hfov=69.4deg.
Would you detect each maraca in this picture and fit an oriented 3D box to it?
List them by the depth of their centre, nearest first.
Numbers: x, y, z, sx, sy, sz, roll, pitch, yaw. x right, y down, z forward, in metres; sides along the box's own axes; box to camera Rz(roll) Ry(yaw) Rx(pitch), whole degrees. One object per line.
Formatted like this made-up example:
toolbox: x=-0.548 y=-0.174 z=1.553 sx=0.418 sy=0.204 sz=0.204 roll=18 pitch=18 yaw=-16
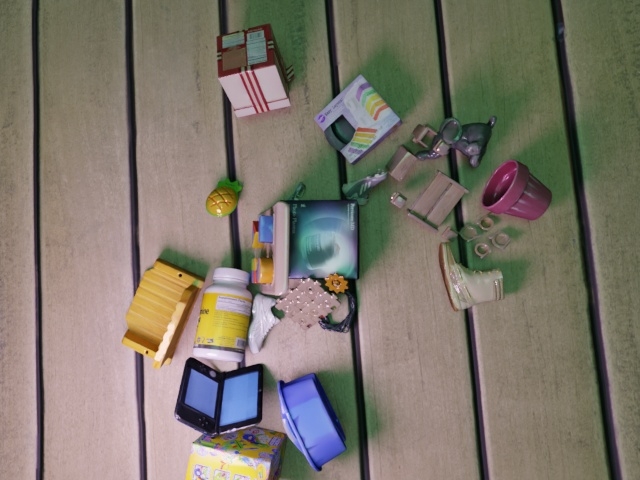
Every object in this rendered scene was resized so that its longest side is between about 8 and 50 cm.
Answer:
maraca: x=-0.387 y=-0.172 z=1.855 sx=0.127 sy=0.099 sz=0.185 roll=16 pitch=61 yaw=6

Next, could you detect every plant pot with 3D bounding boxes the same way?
plant pot: x=0.723 y=-0.168 z=1.682 sx=0.180 sy=0.201 sz=0.201 roll=25 pitch=88 yaw=-7

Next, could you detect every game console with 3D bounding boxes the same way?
game console: x=-0.357 y=0.536 z=1.670 sx=0.250 sy=0.293 sz=0.173 roll=39 pitch=108 yaw=-23

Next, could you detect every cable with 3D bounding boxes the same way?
cable: x=0.063 y=0.261 z=1.789 sx=0.151 sy=0.047 sz=0.184 roll=14 pitch=89 yaw=13

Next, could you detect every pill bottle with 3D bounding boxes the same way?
pill bottle: x=-0.361 y=0.280 z=1.747 sx=0.188 sy=0.188 sz=0.333 roll=4 pitch=72 yaw=7

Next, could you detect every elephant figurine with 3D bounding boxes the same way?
elephant figurine: x=0.504 y=-0.384 z=1.747 sx=0.240 sy=0.169 sz=0.186 roll=25 pitch=59 yaw=24

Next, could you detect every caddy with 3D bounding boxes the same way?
caddy: x=-0.045 y=0.648 z=1.665 sx=0.179 sy=0.241 sz=0.341 roll=-27 pitch=82 yaw=-1

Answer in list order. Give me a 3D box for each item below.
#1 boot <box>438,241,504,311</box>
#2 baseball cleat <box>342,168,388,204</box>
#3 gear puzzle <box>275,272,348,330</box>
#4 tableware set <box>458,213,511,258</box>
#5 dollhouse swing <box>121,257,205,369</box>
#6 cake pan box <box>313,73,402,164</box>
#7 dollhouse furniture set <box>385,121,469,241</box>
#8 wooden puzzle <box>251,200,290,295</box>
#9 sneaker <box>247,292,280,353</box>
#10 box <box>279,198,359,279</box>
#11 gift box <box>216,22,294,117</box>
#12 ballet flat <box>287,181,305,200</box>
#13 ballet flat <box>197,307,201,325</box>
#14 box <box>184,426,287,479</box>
boot: x=0.559 y=0.115 z=1.713 sx=0.204 sy=0.095 sz=0.261 roll=-14 pitch=85 yaw=6
baseball cleat: x=0.183 y=-0.201 z=1.776 sx=0.206 sy=0.072 sz=0.109 roll=-13 pitch=107 yaw=40
gear puzzle: x=-0.021 y=0.204 z=1.705 sx=0.175 sy=0.044 sz=0.339 roll=40 pitch=129 yaw=-9
tableware set: x=0.618 y=-0.016 z=1.737 sx=0.141 sy=0.020 sz=0.168 roll=-33 pitch=64 yaw=-4
dollhouse swing: x=-0.626 y=0.269 z=1.735 sx=0.315 sy=0.305 sz=0.346 roll=23 pitch=89 yaw=8
cake pan box: x=0.140 y=-0.467 z=1.810 sx=0.267 sy=0.070 sz=0.245 roll=-39 pitch=80 yaw=15
dollhouse furniture set: x=0.438 y=-0.225 z=1.751 sx=0.356 sy=0.173 sz=0.303 roll=32 pitch=108 yaw=-10
wooden puzzle: x=-0.203 y=0.036 z=1.697 sx=0.081 sy=0.348 sz=0.321 roll=3 pitch=84 yaw=-22
sneaker: x=-0.216 y=0.326 z=1.791 sx=0.115 sy=0.090 sz=0.232 roll=7 pitch=87 yaw=4
box: x=0.000 y=0.000 z=1.749 sx=0.294 sy=0.183 sz=0.296 roll=0 pitch=85 yaw=5
gift box: x=-0.246 y=-0.664 z=1.807 sx=0.255 sy=0.258 sz=0.276 roll=-6 pitch=64 yaw=8
ballet flat: x=-0.097 y=-0.179 z=1.848 sx=0.041 sy=0.041 sz=0.114 roll=35 pitch=90 yaw=8
ballet flat: x=-0.461 y=0.296 z=1.839 sx=0.053 sy=0.057 sz=0.168 roll=10 pitch=85 yaw=19
box: x=-0.292 y=0.792 z=1.653 sx=0.279 sy=0.290 sz=0.176 roll=10 pitch=86 yaw=8
